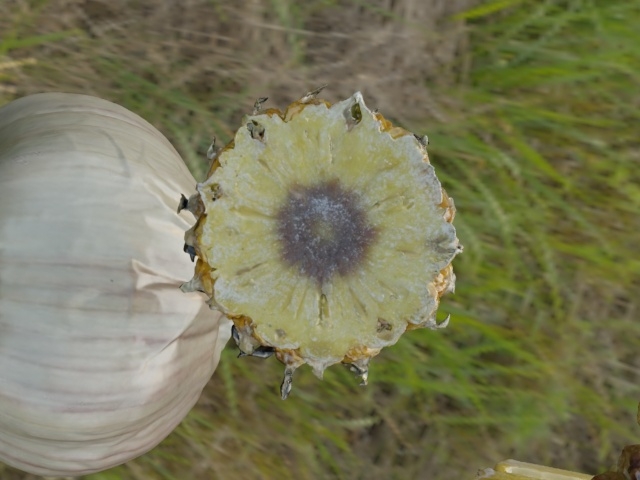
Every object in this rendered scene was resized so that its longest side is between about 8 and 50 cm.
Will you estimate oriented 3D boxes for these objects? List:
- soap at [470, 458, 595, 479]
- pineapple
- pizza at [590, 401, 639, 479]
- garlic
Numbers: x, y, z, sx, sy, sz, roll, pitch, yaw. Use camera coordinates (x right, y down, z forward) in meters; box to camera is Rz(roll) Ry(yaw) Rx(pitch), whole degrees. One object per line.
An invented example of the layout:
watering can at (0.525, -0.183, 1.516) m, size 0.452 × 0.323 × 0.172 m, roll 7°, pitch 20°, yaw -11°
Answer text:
soap at (0.199, 0.206, 1.254) m, size 0.232 × 0.140 × 0.073 m, roll 12°, pitch 99°, yaw -15°
pineapple at (0.000, 0.000, 1.318) m, size 0.221 × 0.047 × 0.221 m, roll 0°, pitch 84°, yaw -3°
pizza at (0.128, 0.159, 0.853) m, size 0.069 × 0.154 × 0.194 m, roll 20°, pitch 122°, yaw -16°
garlic at (-0.193, 0.035, 1.490) m, size 0.259 × 0.317 × 0.317 m, roll 15°, pitch 92°, yaw -13°
